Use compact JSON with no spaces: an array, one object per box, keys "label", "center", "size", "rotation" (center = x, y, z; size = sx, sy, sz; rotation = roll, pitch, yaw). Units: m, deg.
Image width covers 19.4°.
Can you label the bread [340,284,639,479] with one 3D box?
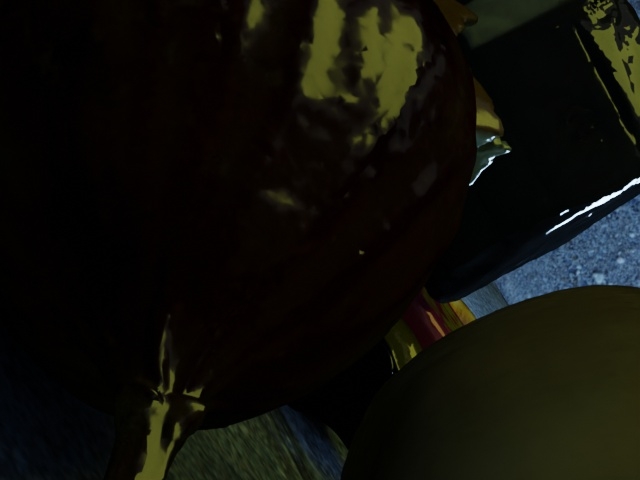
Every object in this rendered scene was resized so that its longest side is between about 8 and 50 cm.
[{"label":"bread","center":[0.153,0.192,0.797],"size":[0.348,0.253,0.376],"rotation":[58,10,-9]}]

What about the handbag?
[{"label":"handbag","center":[0.120,-0.085,1.178],"size":[0.181,0.181,0.254],"rotation":[60,-19,6]}]

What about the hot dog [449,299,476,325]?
[{"label":"hot dog","center":[0.066,0.054,1.629],"size":[0.250,0.076,0.104],"rotation":[44,33,-43]}]

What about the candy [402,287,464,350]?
[{"label":"candy","center":[0.008,0.020,1.290],"size":[0.306,0.100,0.157],"rotation":[54,6,-6]}]

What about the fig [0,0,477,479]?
[{"label":"fig","center":[-0.050,0.019,0.695],"size":[0.217,0.217,0.321],"rotation":[51,29,-36]}]

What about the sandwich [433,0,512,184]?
[{"label":"sandwich","center":[-0.026,-0.095,1.032],"size":[0.198,0.155,0.227],"rotation":[9,42,-36]}]

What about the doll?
[{"label":"doll","center":[-0.006,0.043,1.138],"size":[0.248,0.088,0.127],"rotation":[51,12,-1]}]
